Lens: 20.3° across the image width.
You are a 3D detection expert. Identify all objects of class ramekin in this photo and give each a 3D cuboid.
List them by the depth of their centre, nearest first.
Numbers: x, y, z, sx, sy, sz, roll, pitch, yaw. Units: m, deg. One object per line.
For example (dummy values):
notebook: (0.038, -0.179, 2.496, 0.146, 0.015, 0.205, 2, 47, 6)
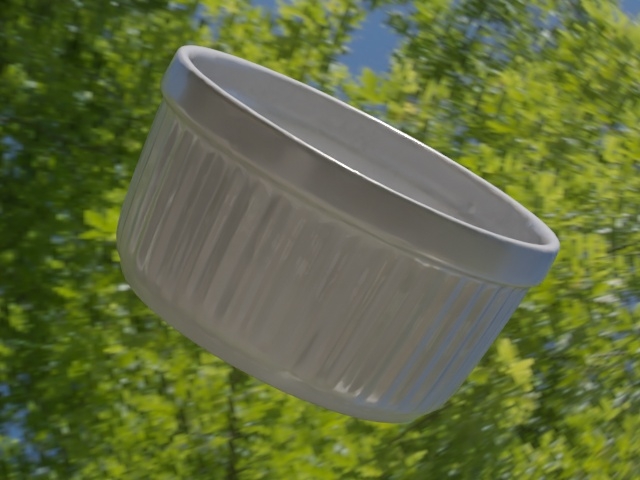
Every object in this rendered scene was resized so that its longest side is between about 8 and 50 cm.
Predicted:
ramekin: (0.000, 0.000, 0.863, 0.207, 0.207, 0.109, 31, -78, 15)
